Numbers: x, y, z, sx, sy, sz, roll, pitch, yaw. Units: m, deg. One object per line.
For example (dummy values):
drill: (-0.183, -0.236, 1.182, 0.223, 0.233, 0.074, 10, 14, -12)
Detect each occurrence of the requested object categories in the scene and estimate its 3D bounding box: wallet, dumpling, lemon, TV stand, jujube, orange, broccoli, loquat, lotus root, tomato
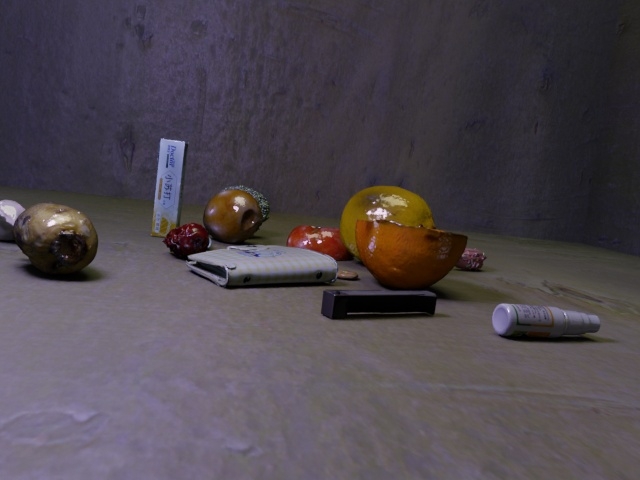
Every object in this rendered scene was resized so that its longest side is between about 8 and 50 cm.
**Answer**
wallet: (-0.140, 0.060, 1.568, 0.309, 0.077, 0.223, 0, 12, -38)
dumpling: (-0.790, -0.043, 1.705, 0.127, 0.108, 0.188, 28, -19, -20)
lemon: (0.198, -0.039, 1.969, 0.284, 0.260, 0.260, 3, 6, 9)
TV stand: (0.121, 0.125, 1.306, 0.256, 0.049, 0.040, 3, 8, -32)
jujube: (-0.348, -0.001, 1.746, 0.104, 0.104, 0.166, 3, 5, -30)
orange: (0.219, 0.002, 1.643, 0.274, 0.274, 0.310, 4, -28, -24)
broccoli: (-0.304, -0.095, 2.372, 0.198, 0.226, 0.176, 35, -2, 23)
loquat: (-0.290, -0.079, 2.173, 0.179, 0.179, 0.227, 2, 4, -37)
lotus root: (-0.560, -0.011, 1.381, 0.154, 0.154, 0.278, 1, 5, -39)
tomato: (0.000, 0.000, 2.116, 0.236, 0.095, 0.237, 6, 6, -1)

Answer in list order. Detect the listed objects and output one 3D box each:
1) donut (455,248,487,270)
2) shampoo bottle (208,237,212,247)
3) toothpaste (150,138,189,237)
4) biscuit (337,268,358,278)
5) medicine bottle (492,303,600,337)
donut: (0.491, 0.062, 2.189, 0.117, 0.065, 0.166, 6, 7, 12)
shampoo bottle: (-0.366, -0.004, 2.013, 0.069, 0.041, 0.190, 0, 7, -10)
toothpaste: (-0.482, -0.166, 2.119, 0.089, 0.313, 0.071, 8, 6, 2)
biscuit: (0.035, 0.083, 1.740, 0.147, 0.018, 0.071, 13, 7, 39)
medicine bottle: (0.434, 0.160, 1.289, 0.220, 0.061, 0.092, 5, -13, -19)
